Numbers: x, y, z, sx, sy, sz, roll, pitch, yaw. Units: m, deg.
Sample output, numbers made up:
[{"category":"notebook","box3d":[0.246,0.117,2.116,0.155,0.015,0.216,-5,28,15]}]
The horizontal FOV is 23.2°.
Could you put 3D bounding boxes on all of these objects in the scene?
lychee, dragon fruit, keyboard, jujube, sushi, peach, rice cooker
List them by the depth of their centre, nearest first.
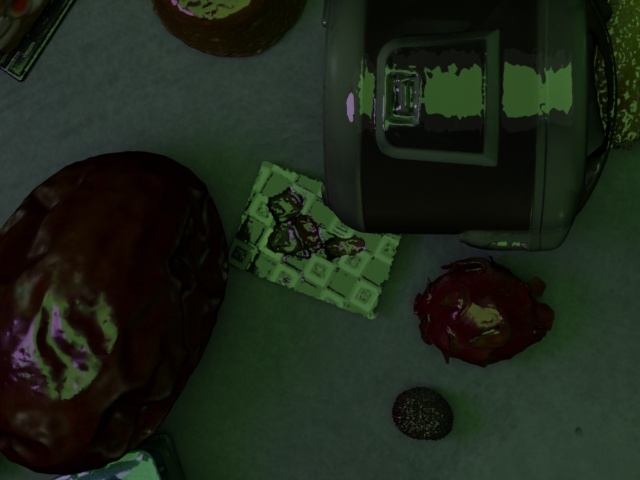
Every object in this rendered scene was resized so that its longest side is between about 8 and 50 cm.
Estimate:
[{"category":"rice cooker","box3d":[0.169,-0.156,1.752,0.325,0.335,0.335,1,91,5]},{"category":"jujube","box3d":[-0.258,0.076,1.780,0.276,0.276,0.377,21,53,5]},{"category":"dragon fruit","box3d":[0.196,0.087,1.846,0.166,0.133,0.136,9,100,-6]},{"category":"peach","box3d":[0.406,-0.231,1.856,0.189,0.068,0.279,32,89,-6]},{"category":"lychee","box3d":[0.123,0.211,1.884,0.067,0.083,0.068,-43,124,-26]},{"category":"sushi","box3d":[0.000,0.000,1.913,0.201,0.031,0.139,21,93,8]},{"category":"keyboard","box3d":[-0.353,-0.275,1.953,0.053,0.010,0.155,35,93,3]}]

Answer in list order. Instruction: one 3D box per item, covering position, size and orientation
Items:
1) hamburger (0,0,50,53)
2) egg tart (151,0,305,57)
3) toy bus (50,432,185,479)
[{"category":"hamburger","box3d":[-0.459,-0.347,1.851,0.276,0.237,0.276,0,88,8]},{"category":"egg tart","box3d":[-0.118,-0.325,1.863,0.203,0.147,0.202,0,88,5]},{"category":"toy bus","box3d":[-0.202,0.401,1.854,0.152,0.190,0.312,-21,88,6]}]
